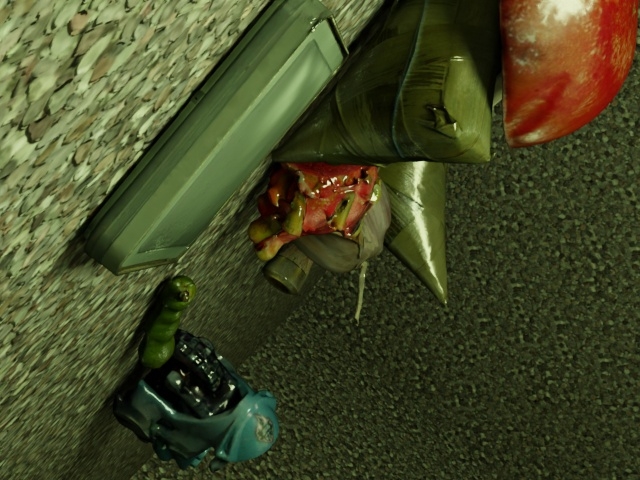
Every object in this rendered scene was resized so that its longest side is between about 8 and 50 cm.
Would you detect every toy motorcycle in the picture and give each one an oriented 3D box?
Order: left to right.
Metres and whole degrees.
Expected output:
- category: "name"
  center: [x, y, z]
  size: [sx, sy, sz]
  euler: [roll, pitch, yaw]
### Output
- category: "toy motorcycle"
  center: [-0.195, 0.274, 1.805]
  size: [0.172, 0.232, 0.416]
  euler: [-50, 178, -32]

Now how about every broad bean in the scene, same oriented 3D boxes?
- category: "broad bean"
  center: [-0.195, 0.102, 1.489]
  size: [0.052, 0.053, 0.256]
  euler: [-6, 156, -22]

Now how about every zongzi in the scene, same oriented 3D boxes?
- category: "zongzi"
  center: [0.076, -0.203, 1.337]
  size: [0.125, 0.274, 0.251]
  euler: [34, 62, -48]
- category: "zongzi"
  center: [0.185, -0.103, 1.882]
  size: [0.289, 0.317, 0.154]
  euler: [-51, 157, 18]

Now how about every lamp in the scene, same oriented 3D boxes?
- category: "lamp"
  center: [-0.078, -0.085, 1.015]
  size: [0.269, 0.047, 0.266]
  euler: [-50, 176, 4]

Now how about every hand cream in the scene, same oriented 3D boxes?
- category: "hand cream"
  center: [-0.030, 0.008, 2.328]
  size: [0.203, 0.084, 0.084]
  euler: [-56, 178, -17]

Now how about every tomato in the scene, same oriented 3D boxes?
- category: "tomato"
  center: [0.280, -0.262, 1.300]
  size: [0.338, 0.143, 0.339]
  euler: [3, 90, -73]

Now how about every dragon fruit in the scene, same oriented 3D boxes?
- category: "dragon fruit"
  center: [-0.013, -0.055, 1.480]
  size: [0.208, 0.150, 0.133]
  euler: [-45, -151, 9]

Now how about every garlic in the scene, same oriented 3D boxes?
- category: "garlic"
  center: [0.000, 0.000, 1.773]
  size: [0.207, 0.207, 0.257]
  euler: [102, -8, -82]

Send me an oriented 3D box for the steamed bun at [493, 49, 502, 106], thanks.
- category: "steamed bun"
  center: [0.145, -0.217, 1.518]
  size: [0.231, 0.145, 0.232]
  euler: [-35, 171, -7]
